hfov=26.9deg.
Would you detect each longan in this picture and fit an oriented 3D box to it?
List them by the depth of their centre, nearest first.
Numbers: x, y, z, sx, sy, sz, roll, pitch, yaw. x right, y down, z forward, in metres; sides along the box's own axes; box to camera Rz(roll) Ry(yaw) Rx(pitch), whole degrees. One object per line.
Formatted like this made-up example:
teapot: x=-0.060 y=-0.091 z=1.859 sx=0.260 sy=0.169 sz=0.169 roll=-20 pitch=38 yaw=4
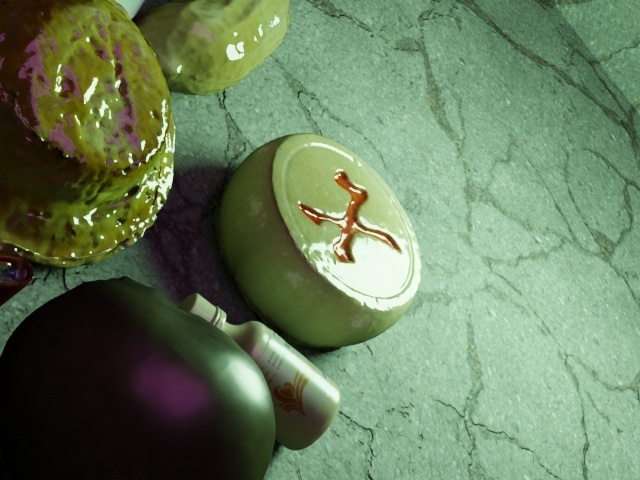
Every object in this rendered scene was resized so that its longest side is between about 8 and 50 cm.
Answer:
longan: x=-0.209 y=0.196 z=1.488 sx=0.319 sy=0.319 sz=0.319 roll=29 pitch=42 yaw=-30

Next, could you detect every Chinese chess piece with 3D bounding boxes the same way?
Chinese chess piece: x=0.000 y=0.000 z=2.028 sx=0.338 sy=0.140 sz=0.338 roll=30 pitch=42 yaw=-31

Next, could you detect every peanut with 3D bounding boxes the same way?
peanut: x=-0.164 y=-0.327 z=2.103 sx=0.174 sy=0.158 sz=0.340 roll=65 pitch=35 yaw=-22

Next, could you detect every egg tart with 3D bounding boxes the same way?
egg tart: x=-0.338 y=-0.183 z=1.714 sx=0.443 sy=0.178 sz=0.443 roll=19 pitch=62 yaw=-41

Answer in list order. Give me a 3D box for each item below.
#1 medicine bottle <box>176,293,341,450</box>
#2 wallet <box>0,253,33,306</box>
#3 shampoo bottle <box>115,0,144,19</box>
medicine bottle: x=-0.094 y=0.171 z=1.801 sx=0.252 sy=0.114 sz=0.114 roll=40 pitch=38 yaw=-17
wallet: x=-0.419 y=0.074 z=1.431 sx=0.142 sy=0.204 sz=0.045 roll=1 pitch=62 yaw=-48
shampoo bottle: x=-0.333 y=-0.453 z=2.017 sx=0.222 sy=0.151 sz=0.350 roll=46 pitch=37 yaw=-19
